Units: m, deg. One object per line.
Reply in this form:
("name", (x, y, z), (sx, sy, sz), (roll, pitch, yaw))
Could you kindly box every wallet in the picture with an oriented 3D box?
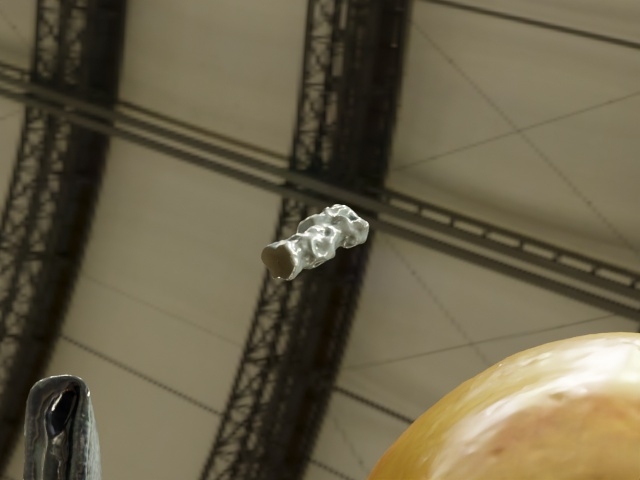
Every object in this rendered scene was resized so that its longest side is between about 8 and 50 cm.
("wallet", (-0.100, 0.182, 0.544), (0.167, 0.036, 0.222), (102, -14, -62))

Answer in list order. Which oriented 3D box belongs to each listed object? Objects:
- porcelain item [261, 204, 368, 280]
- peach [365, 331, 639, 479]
("porcelain item", (0.000, 0.000, 0.903), (0.036, 0.083, 0.028), (23, -56, 36))
("peach", (0.122, 0.208, 0.577), (0.289, 0.289, 0.308), (40, -67, 30))
